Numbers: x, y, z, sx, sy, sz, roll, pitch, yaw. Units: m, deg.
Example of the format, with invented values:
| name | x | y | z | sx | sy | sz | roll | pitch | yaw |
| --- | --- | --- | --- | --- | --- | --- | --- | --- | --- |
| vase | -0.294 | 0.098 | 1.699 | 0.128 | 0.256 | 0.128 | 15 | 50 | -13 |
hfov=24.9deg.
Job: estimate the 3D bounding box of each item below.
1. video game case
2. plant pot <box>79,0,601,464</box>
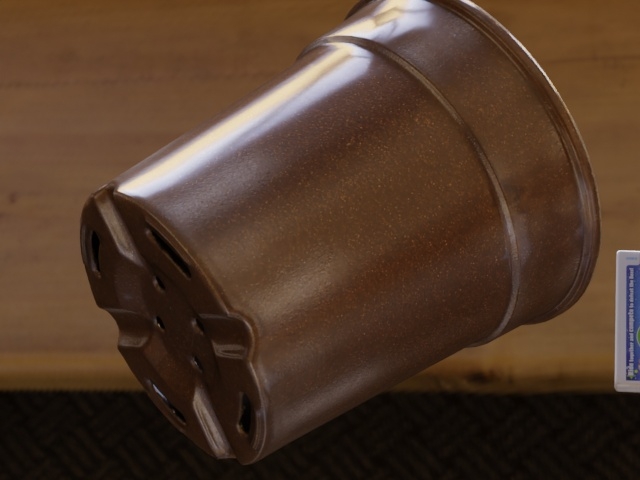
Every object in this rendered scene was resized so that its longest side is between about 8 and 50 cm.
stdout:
| name | x | y | z | sx | sy | sz | roll | pitch | yaw |
| --- | --- | --- | --- | --- | --- | --- | --- | --- | --- |
| video game case | 0.226 | 0.046 | 0.806 | 0.122 | 0.011 | 0.087 | 2 | 59 | 10 |
| plant pot | 0.000 | 0.000 | 0.609 | 0.165 | 0.167 | 0.167 | -31 | 59 | -27 |
